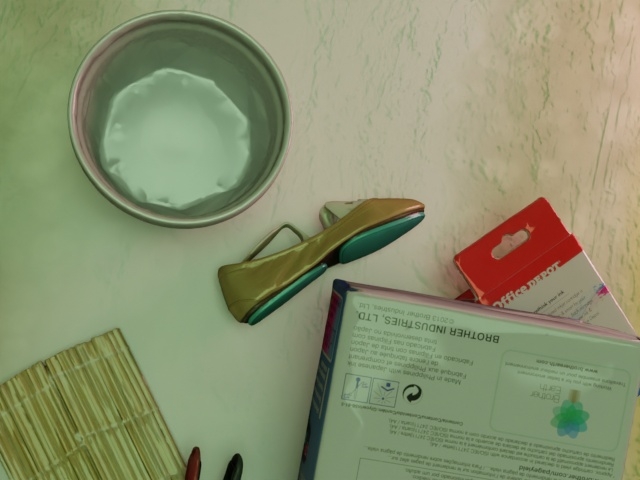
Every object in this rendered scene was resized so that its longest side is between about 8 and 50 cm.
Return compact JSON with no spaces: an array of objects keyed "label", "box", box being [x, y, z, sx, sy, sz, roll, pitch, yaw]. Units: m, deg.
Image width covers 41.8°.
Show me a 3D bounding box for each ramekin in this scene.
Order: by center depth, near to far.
[{"label":"ramekin","box":[-0.136,-0.108,0.821,0.207,0.109,0.207,2,83,-12]}]

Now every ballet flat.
[{"label":"ballet flat","box":[0.000,0.000,0.857,0.232,0.080,0.073,-30,75,-16]}]

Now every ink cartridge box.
[{"label":"ink cartridge box","box":[0.110,0.253,0.771,0.270,0.151,0.395,10,89,-2]},{"label":"ink cartridge box","box":[0.238,0.085,0.896,0.134,0.078,0.231,-33,91,-14]}]

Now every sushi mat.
[{"label":"sushi mat","box":[-0.196,0.256,0.805,0.151,0.019,0.316,-26,89,-16]}]

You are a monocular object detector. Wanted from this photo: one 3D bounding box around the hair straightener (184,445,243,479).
[{"label":"hair straightener","box":[-0.098,0.315,0.787,0.089,0.047,0.230,11,80,-13]}]
